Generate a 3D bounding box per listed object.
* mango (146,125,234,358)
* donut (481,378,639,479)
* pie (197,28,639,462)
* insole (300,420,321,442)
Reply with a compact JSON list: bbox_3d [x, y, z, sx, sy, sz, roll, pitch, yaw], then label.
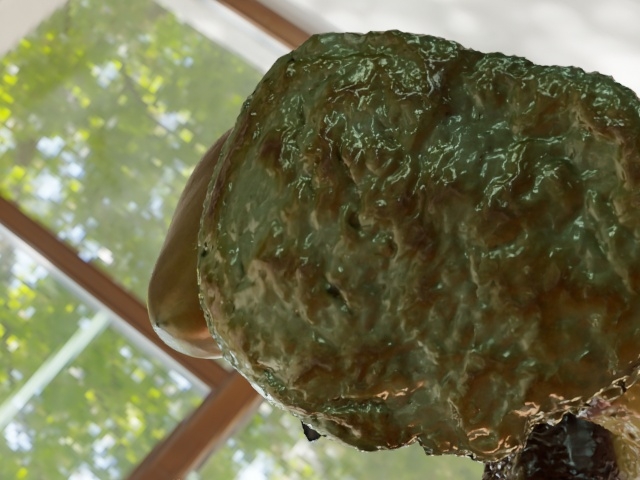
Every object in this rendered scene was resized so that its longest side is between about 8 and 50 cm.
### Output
[{"bbox_3d":[-0.046,-0.008,1.313,0.211,0.173,0.317,-37,10,29],"label":"mango"},{"bbox_3d":[0.189,0.124,0.936,0.217,0.141,0.085,113,175,-46],"label":"donut"},{"bbox_3d":[0.054,0.005,0.730,0.090,0.248,0.201,12,-87,-70],"label":"pie"},{"bbox_3d":[0.000,0.000,0.943,0.005,0.253,0.086,7,-21,-22],"label":"insole"}]
